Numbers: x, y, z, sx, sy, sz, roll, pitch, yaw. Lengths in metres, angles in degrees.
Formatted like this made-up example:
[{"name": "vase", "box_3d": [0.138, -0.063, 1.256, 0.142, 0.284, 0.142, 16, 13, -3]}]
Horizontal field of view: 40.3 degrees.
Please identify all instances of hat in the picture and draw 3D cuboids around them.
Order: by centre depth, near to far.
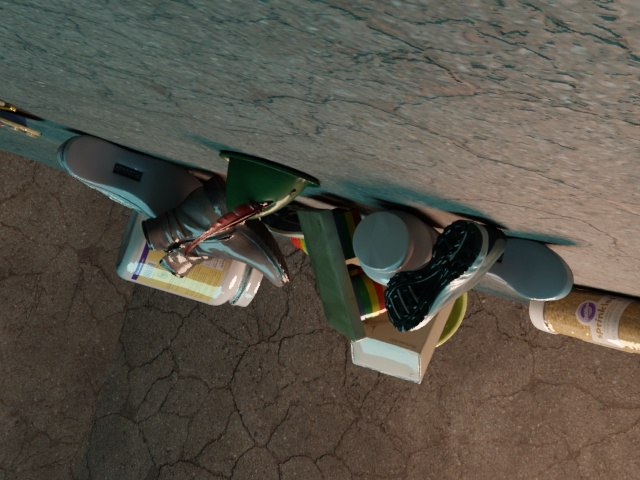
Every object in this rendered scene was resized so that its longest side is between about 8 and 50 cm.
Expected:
[{"name": "hat", "box_3d": [-0.122, -0.039, 1.474, 0.208, 0.184, 0.173, 17, 177, -21]}]

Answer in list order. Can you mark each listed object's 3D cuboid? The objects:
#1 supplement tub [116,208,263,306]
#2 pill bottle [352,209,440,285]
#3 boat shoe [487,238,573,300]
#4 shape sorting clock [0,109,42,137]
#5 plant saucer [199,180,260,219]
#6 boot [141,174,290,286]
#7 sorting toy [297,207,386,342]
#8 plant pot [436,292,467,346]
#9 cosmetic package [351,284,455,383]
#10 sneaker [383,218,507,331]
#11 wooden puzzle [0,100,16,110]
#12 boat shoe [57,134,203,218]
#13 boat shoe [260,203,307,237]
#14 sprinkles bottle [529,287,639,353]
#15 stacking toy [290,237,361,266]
[{"name": "supplement tub", "box_3d": [-0.315, 0.023, 2.164, 0.331, 0.241, 0.241, 18, 177, -18]}, {"name": "pill bottle", "box_3d": [0.146, 0.020, 1.577, 0.136, 0.136, 0.245, 15, 177, 24]}, {"name": "boat shoe", "box_3d": [0.341, 0.040, 1.481, 0.084, 0.095, 0.258, 13, -170, -34]}, {"name": "shape sorting clock", "box_3d": [-0.678, -0.255, 1.806, 0.206, 0.040, 0.206, 18, -179, 0]}, {"name": "plant saucer", "box_3d": [-0.274, -0.082, 2.388, 0.400, 0.101, 0.400, 17, 177, 1]}, {"name": "boot", "box_3d": [-0.234, 0.021, 1.981, 0.338, 0.222, 0.118, 52, -170, -30]}, {"name": "sorting toy", "box_3d": [0.048, 0.052, 1.749, 0.089, 0.256, 0.257, -16, -174, -10]}, {"name": "plant pot", "box_3d": [0.223, 0.126, 2.303, 0.276, 0.276, 0.254, 17, -171, -7]}, {"name": "cosmetic package", "box_3d": [0.196, 0.142, 1.905, 0.160, 0.309, 0.113, 14, 139, 19]}, {"name": "sneaker", "box_3d": [0.204, 0.067, 1.439, 0.108, 0.100, 0.271, -1, 147, -41]}, {"name": "wooden puzzle", "box_3d": [-0.654, -0.275, 1.683, 0.078, 0.014, 0.116, 9, 173, 36]}, {"name": "boat shoe", "box_3d": [-0.427, -0.130, 1.973, 0.367, 0.136, 0.156, 21, 175, -31]}, {"name": "boat shoe", "box_3d": [-0.074, -0.049, 2.082, 0.095, 0.079, 0.254, 16, 180, -22]}, {"name": "sprinkles bottle", "box_3d": [0.641, 0.178, 1.977, 0.121, 0.121, 0.355, 18, 176, -33]}, {"name": "stacking toy", "box_3d": [0.000, 0.000, 2.190, 0.141, 0.141, 0.330, 18, -179, -23]}]
